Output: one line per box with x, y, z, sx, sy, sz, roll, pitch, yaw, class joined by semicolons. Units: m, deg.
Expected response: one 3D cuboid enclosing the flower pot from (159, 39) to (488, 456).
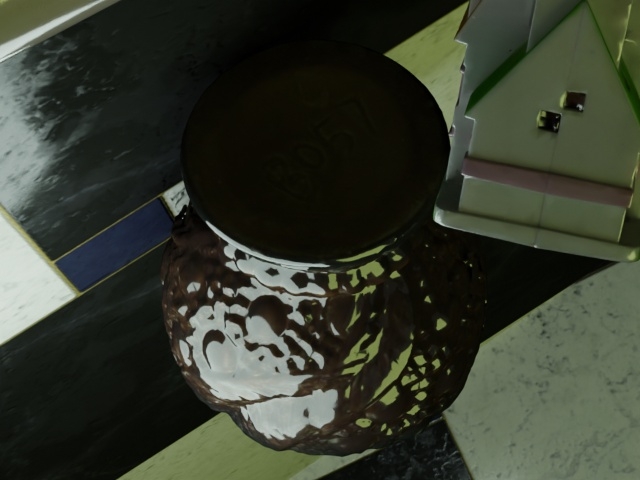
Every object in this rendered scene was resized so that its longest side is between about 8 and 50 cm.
0.000;0.000;1.339;0.267;0.266;0.267;-30;153;-13;flower pot

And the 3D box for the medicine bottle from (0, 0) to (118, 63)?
-0.153;-0.151;0.801;0.250;0.133;0.133;-31;164;-13;medicine bottle

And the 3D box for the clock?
0.172;-0.181;1.153;0.235;0.166;0.309;-65;166;-63;clock
